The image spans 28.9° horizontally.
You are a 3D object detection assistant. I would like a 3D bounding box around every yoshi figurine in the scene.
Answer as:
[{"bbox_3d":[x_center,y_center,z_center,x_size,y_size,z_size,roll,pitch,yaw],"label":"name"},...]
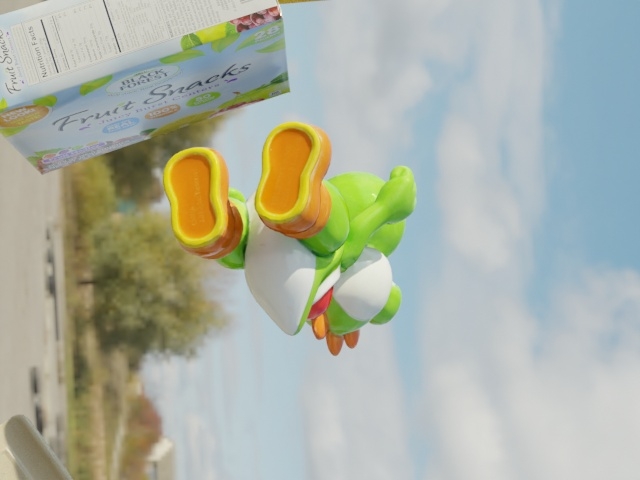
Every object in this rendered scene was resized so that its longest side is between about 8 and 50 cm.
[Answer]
[{"bbox_3d":[-0.008,-0.024,1.261,0.203,0.203,0.362,41,0,29],"label":"yoshi figurine"}]

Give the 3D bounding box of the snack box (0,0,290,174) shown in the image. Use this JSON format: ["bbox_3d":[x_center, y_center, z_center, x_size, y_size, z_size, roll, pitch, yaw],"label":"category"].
[{"bbox_3d":[-0.130,-0.126,0.882,0.174,0.207,0.070,93,-23,-80],"label":"snack box"}]

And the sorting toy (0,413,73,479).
[{"bbox_3d":[-0.309,0.283,1.141,0.348,0.196,0.047,49,-27,18],"label":"sorting toy"}]

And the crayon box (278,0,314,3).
[{"bbox_3d":[-0.083,-0.381,1.478,0.323,0.203,0.083,68,23,-58],"label":"crayon box"}]
